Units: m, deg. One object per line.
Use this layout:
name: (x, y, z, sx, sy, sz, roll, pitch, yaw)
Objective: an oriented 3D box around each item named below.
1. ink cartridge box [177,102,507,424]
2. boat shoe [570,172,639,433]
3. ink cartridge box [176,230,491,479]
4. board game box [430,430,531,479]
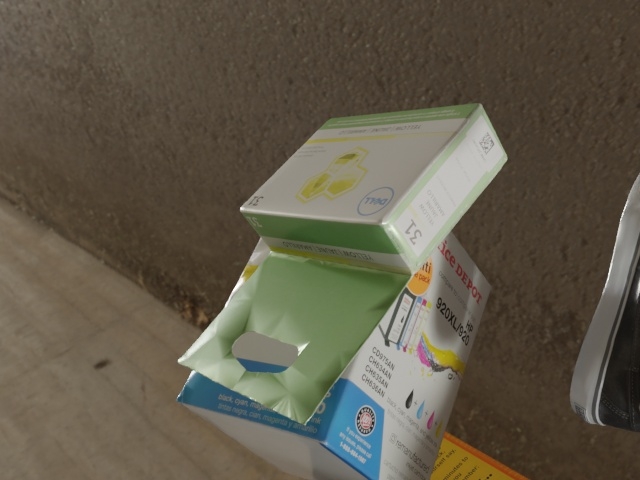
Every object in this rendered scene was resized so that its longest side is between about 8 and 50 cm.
ink cartridge box: (0.000, 0.000, 0.503, 0.171, 0.235, 0.056, 8, 139, 53)
boat shoe: (0.258, 0.035, 0.525, 0.076, 0.228, 0.080, 14, 163, 44)
ink cartridge box: (0.025, 0.092, 0.654, 0.168, 0.232, 0.171, 2, 147, 39)
board game box: (0.148, 0.469, 0.727, 0.356, 0.357, 0.356, 56, 163, -19)
